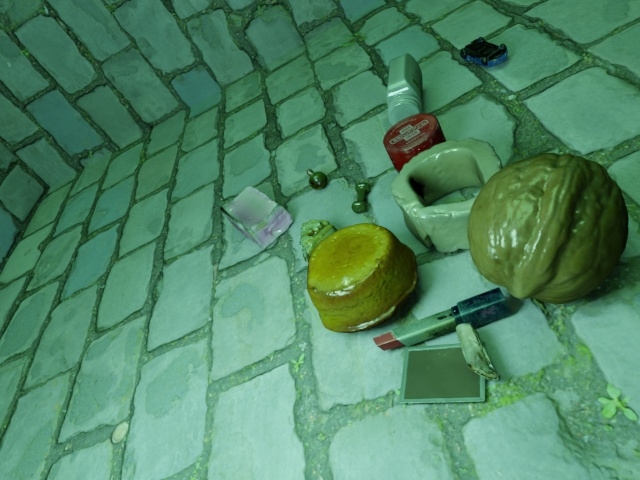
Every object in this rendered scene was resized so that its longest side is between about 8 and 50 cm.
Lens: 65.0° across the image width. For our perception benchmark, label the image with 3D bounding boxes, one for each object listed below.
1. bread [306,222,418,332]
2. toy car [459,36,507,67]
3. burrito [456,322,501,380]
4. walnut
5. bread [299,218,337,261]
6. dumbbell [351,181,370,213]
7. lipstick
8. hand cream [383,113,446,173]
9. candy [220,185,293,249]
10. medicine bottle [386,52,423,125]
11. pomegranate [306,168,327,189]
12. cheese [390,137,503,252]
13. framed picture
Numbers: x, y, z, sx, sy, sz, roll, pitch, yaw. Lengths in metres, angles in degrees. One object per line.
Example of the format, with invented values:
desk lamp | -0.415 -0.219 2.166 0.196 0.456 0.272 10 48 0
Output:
bread | 0.101 0.090 1.295 0.312 0.172 0.312 -23 35 17
toy car | 0.621 -0.704 1.902 0.103 0.063 0.216 -36 42 -2
burrito | 0.323 0.233 1.052 0.055 0.041 0.149 -14 38 3
walnut | 0.469 -0.023 1.057 0.333 0.332 0.332 -21 38 17
bread | 0.002 0.004 1.543 0.111 0.103 0.156 -11 46 10
dumbbell | 0.133 -0.140 1.641 0.052 0.046 0.117 -8 42 23
lipstick | 0.270 0.193 1.147 0.312 0.051 0.051 -24 29 13
hand cream | 0.311 -0.308 1.632 0.193 0.125 0.193 -20 37 16
candy | -0.230 -0.090 1.800 0.155 0.115 0.265 -42 37 -13
medicine bottle | 0.313 -0.542 1.852 0.124 0.179 0.324 -15 41 22
pomegranate | -0.014 -0.223 1.815 0.073 0.084 0.073 -31 29 19
cheese | 0.357 -0.115 1.355 0.293 0.153 0.332 -26 35 11
framed picture | 0.263 0.286 1.083 0.183 0.011 0.141 -11 41 27
